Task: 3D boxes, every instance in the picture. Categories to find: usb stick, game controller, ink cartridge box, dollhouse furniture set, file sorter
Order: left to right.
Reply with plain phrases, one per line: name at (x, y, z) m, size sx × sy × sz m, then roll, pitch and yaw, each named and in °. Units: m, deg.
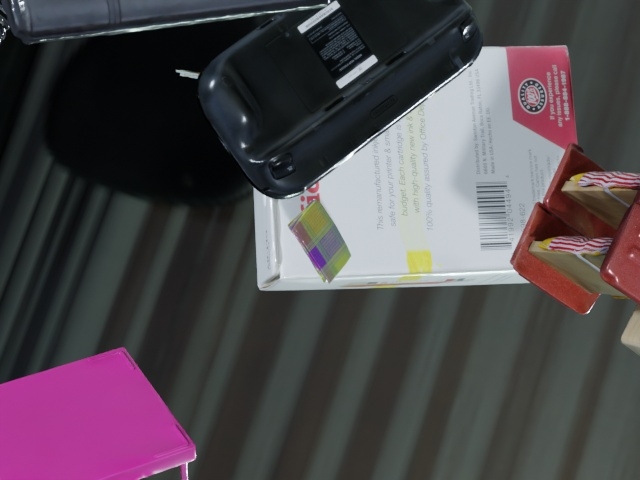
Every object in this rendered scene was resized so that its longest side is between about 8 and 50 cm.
file sorter at (-0.305, 0.281, 1.796) m, size 0.291 × 0.182 × 0.202 m, roll -16°, pitch -144°, yaw -23°
usb stick at (-0.117, -0.204, 1.302) m, size 0.278 × 0.077 × 0.045 m, roll -10°, pitch 152°, yaw -23°
game controller at (0.024, -0.185, 1.715) m, size 0.166 × 0.319 × 0.067 m, roll 52°, pitch 159°, yaw 1°
ink cartridge box at (0.111, -0.086, 2.018) m, size 0.385 × 0.279 × 0.160 m, roll -2°, pitch 172°, yaw -12°
dollhouse furniture set at (0.403, 0.055, 1.689) m, size 0.374 × 0.152 × 0.201 m, roll 33°, pitch 170°, yaw -21°

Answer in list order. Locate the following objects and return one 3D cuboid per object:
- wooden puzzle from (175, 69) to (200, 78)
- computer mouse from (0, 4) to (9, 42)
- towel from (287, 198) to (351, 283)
wooden puzzle at (-0.134, -0.190, 1.902) m, size 0.049 × 0.006 × 0.083 m, roll 3°, pitch -171°, yaw -36°
computer mouse at (-0.311, -0.194, 1.416) m, size 0.106 × 0.042 × 0.193 m, roll 31°, pitch 177°, yaw -5°
towel at (0.000, 0.000, 1.833) m, size 0.009 × 0.060 × 0.083 m, roll -15°, pitch 116°, yaw 45°
